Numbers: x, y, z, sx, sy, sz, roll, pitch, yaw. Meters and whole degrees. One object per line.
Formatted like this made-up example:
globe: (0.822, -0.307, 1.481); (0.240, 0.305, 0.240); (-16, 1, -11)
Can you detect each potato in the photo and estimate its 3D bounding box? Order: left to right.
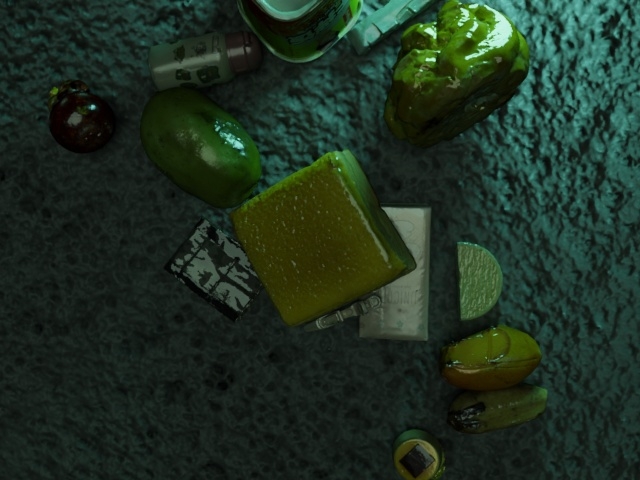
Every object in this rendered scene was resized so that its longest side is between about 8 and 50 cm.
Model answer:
potato: (-0.271, -0.211, 1.397); (0.304, 0.216, 0.215); (34, 98, 1)

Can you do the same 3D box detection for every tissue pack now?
tissue pack: (0.177, 0.074, 1.479); (0.170, 0.071, 0.325); (0, 98, 5)

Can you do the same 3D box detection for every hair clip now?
hair clip: (0.037, 0.184, 1.469); (0.226, 0.072, 0.034); (-25, 84, 30)

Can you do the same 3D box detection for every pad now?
pad: (-0.251, 0.073, 1.528); (0.233, 0.022, 0.174); (38, 98, -1)

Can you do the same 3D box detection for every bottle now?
bottle: (-0.258, -0.414, 1.417); (0.253, 0.120, 0.120); (-11, 97, 3)

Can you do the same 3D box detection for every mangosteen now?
mangosteen: (-0.564, -0.294, 1.452); (0.146, 0.181, 0.156); (16, 122, -41)

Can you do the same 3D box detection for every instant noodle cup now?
instant noodle cup: (-0.055, -0.544, 1.293); (0.294, 0.308, 0.293); (0, 98, 3)

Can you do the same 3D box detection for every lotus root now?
lotus root: (0.429, 0.409, 1.502); (0.259, 0.097, 0.110); (-8, 101, -4)

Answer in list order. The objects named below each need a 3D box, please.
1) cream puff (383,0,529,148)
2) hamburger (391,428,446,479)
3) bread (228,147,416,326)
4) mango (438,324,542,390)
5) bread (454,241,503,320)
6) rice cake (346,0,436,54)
cream puff: (0.265, -0.375, 1.327); (0.324, 0.291, 0.257); (-34, 72, 26)
hamburger: (0.247, 0.541, 1.535); (0.141, 0.081, 0.126); (28, 96, 11)
bread: (0.000, 0.000, 1.409); (0.333, 0.143, 0.323); (-27, 89, 22)
mango: (0.404, 0.281, 1.471); (0.252, 0.126, 0.153); (-5, 82, -4)
bread: (0.385, 0.096, 1.492); (0.112, 0.036, 0.192); (-4, 94, -1)
rice cake: (0.209, -0.546, 1.404); (0.336, 0.063, 0.066); (-37, 86, 8)
